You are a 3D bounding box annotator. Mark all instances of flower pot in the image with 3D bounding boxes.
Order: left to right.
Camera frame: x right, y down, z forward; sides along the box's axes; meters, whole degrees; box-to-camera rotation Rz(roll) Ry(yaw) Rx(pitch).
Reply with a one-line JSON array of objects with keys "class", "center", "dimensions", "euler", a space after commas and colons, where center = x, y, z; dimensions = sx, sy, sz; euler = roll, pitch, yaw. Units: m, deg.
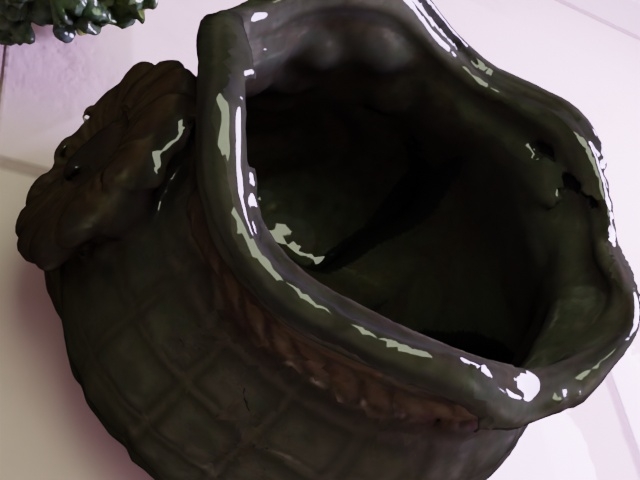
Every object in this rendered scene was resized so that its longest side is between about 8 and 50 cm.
[{"class": "flower pot", "center": [0.000, 0.000, 0.502], "dimensions": [0.301, 0.213, 0.302], "euler": [22, 45, -23]}]

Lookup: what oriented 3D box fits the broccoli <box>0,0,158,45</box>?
[{"class": "broccoli", "center": [-0.199, -0.267, 0.577], "dimensions": [0.245, 0.248, 0.288], "euler": [-44, 131, -56]}]
